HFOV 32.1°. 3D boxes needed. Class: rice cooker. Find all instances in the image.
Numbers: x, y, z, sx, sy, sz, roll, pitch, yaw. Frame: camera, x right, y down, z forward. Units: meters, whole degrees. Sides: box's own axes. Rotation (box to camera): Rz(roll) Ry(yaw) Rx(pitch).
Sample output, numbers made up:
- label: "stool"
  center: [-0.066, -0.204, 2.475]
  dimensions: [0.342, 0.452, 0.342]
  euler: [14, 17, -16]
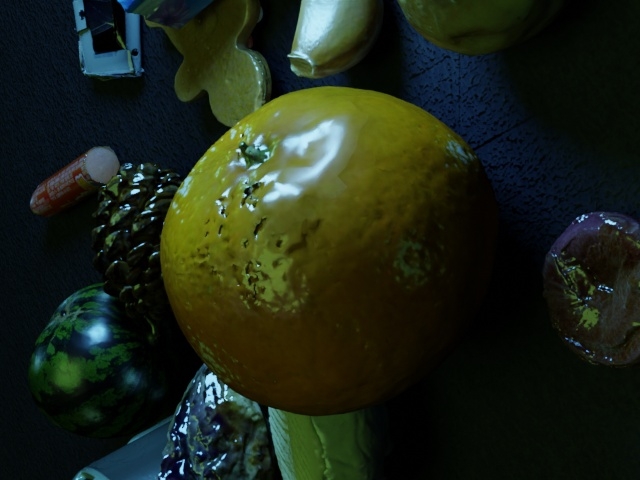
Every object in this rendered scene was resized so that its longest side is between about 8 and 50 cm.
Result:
- label: "rice cooker"
  center: [-0.229, 0.428, 1.749]
  dimensions: [0.288, 0.277, 0.288]
  euler: [34, 138, 38]

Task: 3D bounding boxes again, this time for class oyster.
- label: "oyster"
  center: [-0.127, 0.288, 1.643]
  dimensions: [0.100, 0.275, 0.271]
  euler: [-28, 87, 44]

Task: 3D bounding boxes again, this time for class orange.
- label: "orange"
  center: [0.000, 0.000, 1.328]
  dimensions: [0.424, 0.326, 0.424]
  euler: [-29, 36, 23]

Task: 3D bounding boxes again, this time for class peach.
- label: "peach"
  center: [0.168, -0.311, 1.243]
  dimensions: [0.235, 0.214, 0.214]
  euler: [-20, 82, 54]

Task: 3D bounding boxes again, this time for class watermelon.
- label: "watermelon"
  center: [-0.355, 0.204, 1.855]
  dimensions: [0.269, 0.269, 0.269]
  euler: [10, 104, 46]

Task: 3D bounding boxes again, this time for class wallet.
- label: "wallet"
  center: [-0.372, -0.390, 1.912]
  dimensions: [0.170, 0.069, 0.231]
  euler: [7, 103, 42]

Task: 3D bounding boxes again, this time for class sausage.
- label: "sausage"
  center: [-0.467, -0.099, 2.059]
  dimensions: [0.274, 0.074, 0.074]
  euler: [-22, 81, 47]

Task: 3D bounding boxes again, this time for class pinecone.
- label: "pinecone"
  center: [-0.258, -0.001, 1.750]
  dimensions: [0.272, 0.224, 0.224]
  euler: [57, 133, 29]

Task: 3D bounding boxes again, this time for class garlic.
- label: "garlic"
  center: [0.018, -0.317, 1.475]
  dimensions: [0.115, 0.128, 0.206]
  euler: [-77, -16, -87]

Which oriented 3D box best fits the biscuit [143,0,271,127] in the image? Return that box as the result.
- label: "biscuit"
  center: [-0.162, -0.309, 1.705]
  dimensions: [0.339, 0.047, 0.216]
  euler: [56, 128, 28]

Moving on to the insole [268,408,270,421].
- label: "insole"
  center: [0.013, 0.385, 1.674]
  dimensions: [0.348, 0.009, 0.119]
  euler: [58, 133, 23]

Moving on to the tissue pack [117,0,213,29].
- label: "tissue pack"
  center: [-0.184, -0.462, 1.599]
  dimensions: [0.263, 0.146, 0.198]
  euler: [-32, 68, 28]

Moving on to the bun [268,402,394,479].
- label: "bun"
  center: [0.018, 0.264, 1.531]
  dimensions: [0.287, 0.146, 0.287]
  euler: [172, 90, -72]

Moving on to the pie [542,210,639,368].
- label: "pie"
  center: [0.326, 0.055, 1.249]
  dimensions: [0.182, 0.050, 0.182]
  euler: [16, 110, 50]
